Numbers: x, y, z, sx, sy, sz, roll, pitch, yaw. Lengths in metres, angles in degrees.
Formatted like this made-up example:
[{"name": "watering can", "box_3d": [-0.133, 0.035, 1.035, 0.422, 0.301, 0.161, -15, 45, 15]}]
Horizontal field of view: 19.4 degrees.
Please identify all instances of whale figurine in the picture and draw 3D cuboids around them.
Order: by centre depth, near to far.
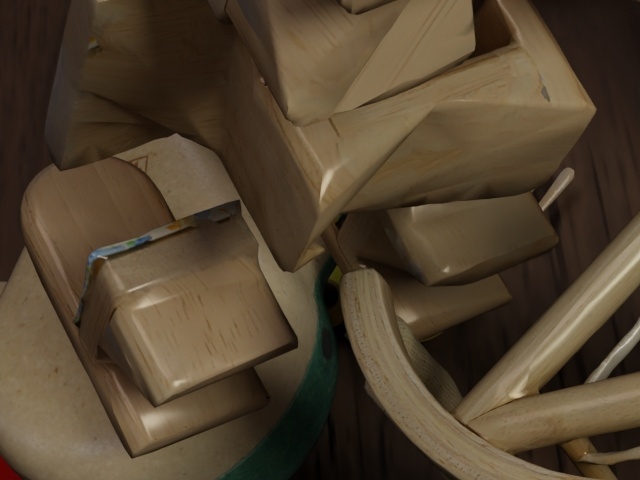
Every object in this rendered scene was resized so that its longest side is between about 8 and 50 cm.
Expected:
[{"name": "whale figurine", "box_3d": [-0.076, 0.027, 0.962, 0.216, 0.141, 0.272, -19, 49, 16]}]

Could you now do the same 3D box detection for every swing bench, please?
[{"name": "swing bench", "box_3d": [0.179, 0.071, 0.740, 0.255, 0.253, 0.165, -31, 54, 7]}]

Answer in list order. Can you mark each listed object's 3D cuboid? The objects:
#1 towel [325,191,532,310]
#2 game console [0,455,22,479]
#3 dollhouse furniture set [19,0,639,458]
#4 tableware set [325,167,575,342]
[{"name": "towel", "box_3d": [0.000, 0.000, 1.024, 0.237, 0.021, 0.102, -18, 58, 9]}, {"name": "game console", "box_3d": [-0.206, 0.106, 1.041, 0.144, 0.085, 0.124, -5, 87, 20]}, {"name": "dollhouse furniture set", "box_3d": [0.062, -0.150, 0.760, 0.394, 0.362, 0.256, -21, 70, -24]}, {"name": "tableware set", "box_3d": [0.052, -0.011, 0.985, 0.104, 0.024, 0.154, 35, 78, 32]}]
